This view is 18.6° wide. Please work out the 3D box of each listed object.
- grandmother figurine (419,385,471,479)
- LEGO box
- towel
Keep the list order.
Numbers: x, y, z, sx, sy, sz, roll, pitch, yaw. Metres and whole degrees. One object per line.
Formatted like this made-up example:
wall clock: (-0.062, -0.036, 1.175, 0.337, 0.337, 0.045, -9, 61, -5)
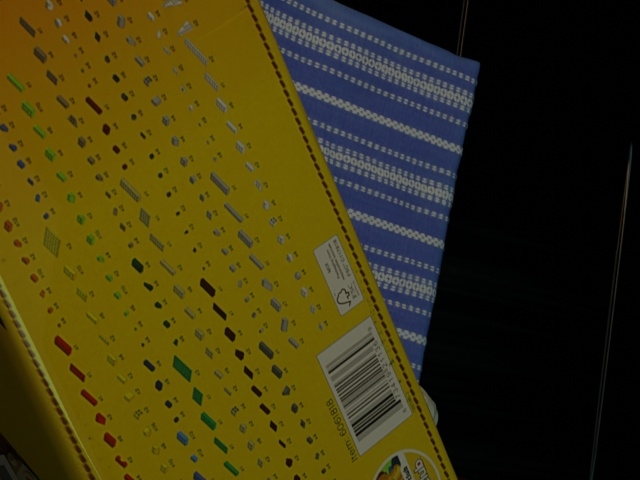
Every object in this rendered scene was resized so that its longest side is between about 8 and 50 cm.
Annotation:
grandmother figurine: (0.063, 0.239, 1.332, 0.208, 0.104, 0.342, -37, 123, -43)
LEGO box: (-0.141, 0.081, 1.014, 0.193, 0.372, 0.500, -35, 111, -34)
towel: (0.000, 0.000, 1.345, 0.243, 0.040, 0.336, 19, 78, -39)
